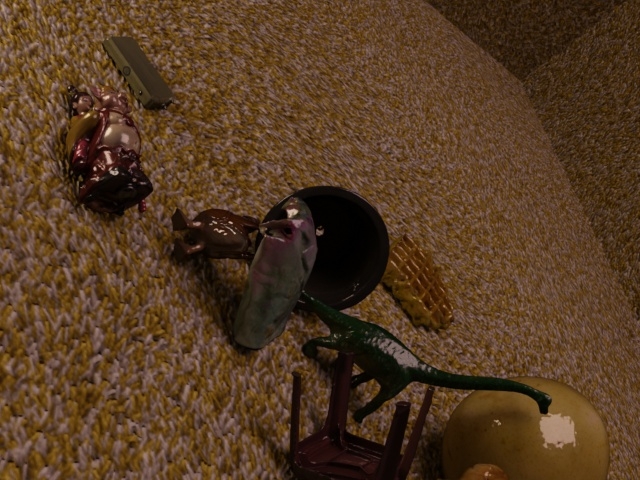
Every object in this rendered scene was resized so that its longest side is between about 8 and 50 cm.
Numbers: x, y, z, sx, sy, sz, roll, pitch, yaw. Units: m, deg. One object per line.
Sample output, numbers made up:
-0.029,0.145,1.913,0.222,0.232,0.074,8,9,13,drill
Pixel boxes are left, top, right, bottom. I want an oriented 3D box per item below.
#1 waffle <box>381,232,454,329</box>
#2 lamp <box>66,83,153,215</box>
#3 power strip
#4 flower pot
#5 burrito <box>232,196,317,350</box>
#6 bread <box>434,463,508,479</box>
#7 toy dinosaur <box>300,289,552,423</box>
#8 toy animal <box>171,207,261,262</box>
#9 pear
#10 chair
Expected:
0.226,0.096,1.909,0.219,0.057,0.229,53,28,-1,waffle
-0.329,-0.160,1.319,0.118,0.118,0.253,21,43,-44,lamp
-0.328,-0.302,1.565,0.168,0.028,0.076,55,28,8,power strip
0.000,0.000,1.555,0.235,0.235,0.148,46,9,-13,flower pot
-0.065,0.052,1.351,0.089,0.228,0.144,24,28,10,burrito
0.225,0.463,1.313,0.236,0.120,0.198,-39,119,-47,bread
0.140,0.173,1.439,0.447,0.301,0.087,52,30,-6,toy dinosaur
-0.142,-0.010,1.386,0.179,0.188,0.089,-8,107,-41,toy animal
0.366,0.398,1.540,0.309,0.309,0.309,36,32,-28,pear
0.052,0.359,1.300,0.176,0.183,0.326,-9,110,-60,chair
